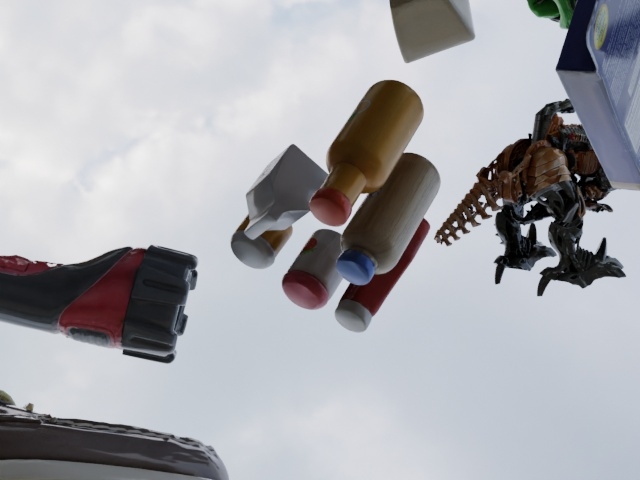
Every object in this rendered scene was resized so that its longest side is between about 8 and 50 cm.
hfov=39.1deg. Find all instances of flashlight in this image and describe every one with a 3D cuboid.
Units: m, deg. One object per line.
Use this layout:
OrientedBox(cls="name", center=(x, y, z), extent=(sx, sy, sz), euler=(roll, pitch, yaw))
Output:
OrientedBox(cls="flashlight", center=(-0.264, 0.025, 0.786), extent=(0.304, 0.103, 0.103), euler=(15, -80, -3))

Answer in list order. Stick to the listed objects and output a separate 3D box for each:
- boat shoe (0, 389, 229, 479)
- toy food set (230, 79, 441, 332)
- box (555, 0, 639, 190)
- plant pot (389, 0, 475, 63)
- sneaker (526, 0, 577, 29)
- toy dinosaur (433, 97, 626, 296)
OrientedBox(cls="boat shoe", center=(-0.206, 0.126, 0.487), extent=(0.096, 0.325, 0.116), euler=(-105, -159, -48))
OrientedBox(cls="toy food set", center=(0.000, 0.000, 0.620), extent=(0.111, 0.104, 0.232), euler=(42, -36, -12))
OrientedBox(cls="box", center=(0.230, -0.148, 0.688), extent=(0.037, 0.225, 0.136), euler=(11, -108, 32))
OrientedBox(cls="plant pot", center=(0.147, -0.336, 1.278), extent=(0.109, 0.096, 0.109), euler=(-17, -124, 22))
OrientedBox(cls="sneaker", center=(0.306, -0.347, 1.095), extent=(0.146, 0.343, 0.134), euler=(-23, -69, 13))
OrientedBox(cls="toy dinosaur", center=(0.274, -0.059, 1.134), extent=(0.322, 0.164, 0.218), euler=(-15, -70, -8))
